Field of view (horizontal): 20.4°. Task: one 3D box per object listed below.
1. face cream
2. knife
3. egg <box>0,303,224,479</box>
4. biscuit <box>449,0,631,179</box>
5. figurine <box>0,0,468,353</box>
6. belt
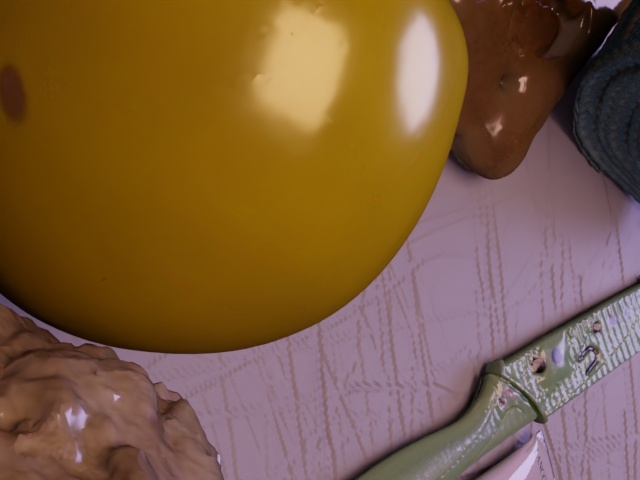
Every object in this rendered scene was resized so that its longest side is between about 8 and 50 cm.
[{"bbox_3d":[0.075,0.133,0.877,0.115,0.020,0.038,-25,104,-35],"label":"face cream"},{"bbox_3d":[0.088,0.083,0.886,0.293,0.020,0.043,-28,105,-32],"label":"knife"},{"bbox_3d":[-0.122,0.167,0.590,0.279,0.279,0.310,-29,88,-31],"label":"egg"},{"bbox_3d":[0.113,-0.210,0.885,0.217,0.044,0.325,50,64,-26],"label":"biscuit"},{"bbox_3d":[-0.026,-0.124,0.662,0.187,0.215,0.344,26,68,-22],"label":"figurine"},{"bbox_3d":[0.199,-0.066,0.876,0.147,0.163,0.082,35,74,-15],"label":"belt"}]
